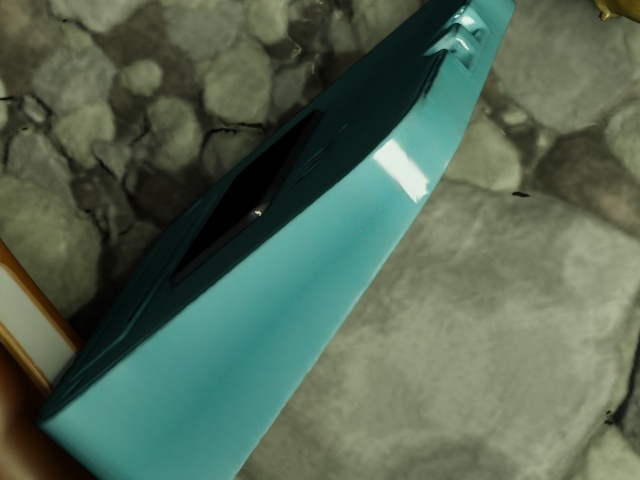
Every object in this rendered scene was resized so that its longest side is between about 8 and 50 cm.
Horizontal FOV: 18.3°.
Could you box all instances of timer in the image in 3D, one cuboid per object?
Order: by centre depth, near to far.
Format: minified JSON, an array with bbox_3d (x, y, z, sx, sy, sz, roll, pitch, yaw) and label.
[{"bbox_3d":[0.000,0.000,0.927,0.091,0.232,0.250,43,119,-8],"label":"timer"}]

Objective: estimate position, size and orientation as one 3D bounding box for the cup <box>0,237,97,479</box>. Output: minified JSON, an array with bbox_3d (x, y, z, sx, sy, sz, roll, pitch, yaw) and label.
[{"bbox_3d":[-0.167,0.105,1.049,0.226,0.182,0.264,-24,101,53],"label":"cup"}]

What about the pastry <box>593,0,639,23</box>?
[{"bbox_3d":[0.146,-0.207,0.823,0.235,0.121,0.257,-34,101,36],"label":"pastry"}]
